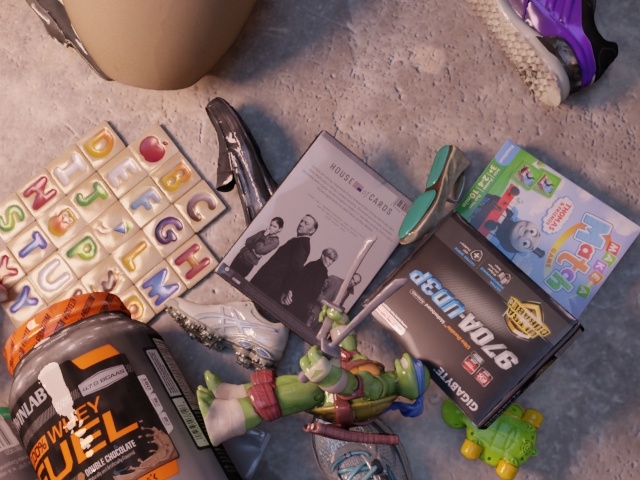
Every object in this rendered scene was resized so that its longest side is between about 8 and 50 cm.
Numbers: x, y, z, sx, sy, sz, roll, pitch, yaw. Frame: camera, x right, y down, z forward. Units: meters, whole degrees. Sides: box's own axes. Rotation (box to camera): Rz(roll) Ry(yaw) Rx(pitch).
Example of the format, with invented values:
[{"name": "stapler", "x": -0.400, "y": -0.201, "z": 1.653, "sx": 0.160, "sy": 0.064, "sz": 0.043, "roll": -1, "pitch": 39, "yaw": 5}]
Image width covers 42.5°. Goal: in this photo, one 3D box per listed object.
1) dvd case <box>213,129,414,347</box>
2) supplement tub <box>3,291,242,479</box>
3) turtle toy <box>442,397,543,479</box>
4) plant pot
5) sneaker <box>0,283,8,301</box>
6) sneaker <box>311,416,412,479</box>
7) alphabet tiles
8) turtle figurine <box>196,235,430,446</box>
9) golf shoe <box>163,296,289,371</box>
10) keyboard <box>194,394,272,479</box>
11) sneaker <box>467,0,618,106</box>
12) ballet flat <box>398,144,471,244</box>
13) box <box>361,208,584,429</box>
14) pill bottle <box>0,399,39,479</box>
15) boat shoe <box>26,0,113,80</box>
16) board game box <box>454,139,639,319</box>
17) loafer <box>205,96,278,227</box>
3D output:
[{"name": "dvd case", "x": 0.000, "y": 0.000, "z": 1.102, "sx": 0.179, "sy": 0.029, "sz": 0.239, "roll": 38, "pitch": 83, "yaw": -9}, {"name": "supplement tub", "x": -0.243, "y": 0.243, "z": 1.005, "sx": 0.207, "sy": 0.207, "sz": 0.338, "roll": -35, "pitch": 69, "yaw": 0}, {"name": "turtle toy", "x": 0.215, "y": 0.238, "z": 1.044, "sx": 0.130, "sy": 0.066, "sz": 0.095, "roll": 28, "pitch": 82, "yaw": 12}, {"name": "plant pot", "x": -0.227, "y": -0.317, "z": 1.127, "sx": 0.284, "sy": 0.284, "sz": 0.191, "roll": 18, "pitch": 117, "yaw": 10}, {"name": "sneaker", "x": -0.525, "y": 0.172, "z": 1.090, "sx": 0.131, "sy": 0.112, "sz": 0.319, "roll": 7, "pitch": 62, "yaw": 10}, {"name": "sneaker", "x": 0.076, "y": 0.326, "z": 1.016, "sx": 0.110, "sy": 0.122, "sz": 0.283, "roll": -31, "pitch": 76, "yaw": 1}, {"name": "alphabet tiles", "x": -0.317, "y": -0.002, "z": 1.185, "sx": 0.342, "sy": 0.011, "sz": 0.285, "roll": -39, "pitch": 77, "yaw": -1}, {"name": "turtle figurine", "x": -0.017, "y": 0.127, "z": 0.983, "sx": 0.266, "sy": 0.275, "sz": 0.198, "roll": -17, "pitch": 36, "yaw": -1}, {"name": "golf shoe", "x": -0.124, "y": 0.110, "z": 1.123, "sx": 0.176, "sy": 0.069, "sz": 0.086, "roll": 27, "pitch": 67, "yaw": 6}, {"name": "keyboard", "x": -0.194, "y": 0.241, "z": 1.125, "sx": 0.256, "sy": 0.014, "sz": 0.072, "roll": 24, "pitch": 88, "yaw": 11}, {"name": "sneaker", "x": 0.303, "y": -0.336, "z": 1.133, "sx": 0.146, "sy": 0.102, "sz": 0.293, "roll": -29, "pitch": 82, "yaw": -3}, {"name": "ballet flat", "x": 0.159, "y": -0.055, "z": 1.097, "sx": 0.052, "sy": 0.057, "sz": 0.168, "roll": 36, "pitch": 66, "yaw": -17}, {"name": "box", "x": 0.186, "y": 0.095, "z": 1.028, "sx": 0.175, "sy": 0.051, "sz": 0.220, "roll": -46, "pitch": 62, "yaw": 6}, {"name": "pill bottle", "x": -0.390, "y": 0.396, "z": 1.019, "sx": 0.204, "sy": 0.204, "sz": 0.361, "roll": -38, "pitch": 77, "yaw": -1}, {"name": "boat shoe", "x": -0.368, "y": -0.325, "z": 1.232, "sx": 0.233, "sy": 0.084, "sz": 0.079, "roll": 51, "pitch": 127, "yaw": 6}, {"name": "board game box", "x": 0.290, "y": -0.011, "z": 1.097, "sx": 0.211, "sy": 0.039, "sz": 0.160, "roll": 36, "pitch": 86, "yaw": 12}, {"name": "loafer", "x": -0.113, "y": -0.095, "z": 1.144, "sx": 0.078, "sy": 0.076, "sz": 0.223, "roll": -26, "pitch": 81, "yaw": -6}]
